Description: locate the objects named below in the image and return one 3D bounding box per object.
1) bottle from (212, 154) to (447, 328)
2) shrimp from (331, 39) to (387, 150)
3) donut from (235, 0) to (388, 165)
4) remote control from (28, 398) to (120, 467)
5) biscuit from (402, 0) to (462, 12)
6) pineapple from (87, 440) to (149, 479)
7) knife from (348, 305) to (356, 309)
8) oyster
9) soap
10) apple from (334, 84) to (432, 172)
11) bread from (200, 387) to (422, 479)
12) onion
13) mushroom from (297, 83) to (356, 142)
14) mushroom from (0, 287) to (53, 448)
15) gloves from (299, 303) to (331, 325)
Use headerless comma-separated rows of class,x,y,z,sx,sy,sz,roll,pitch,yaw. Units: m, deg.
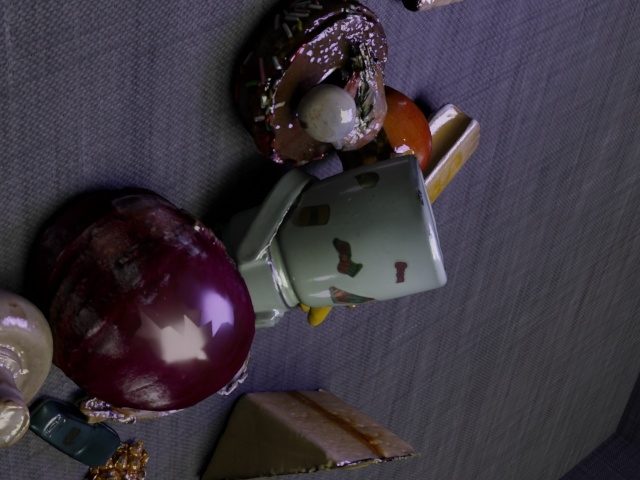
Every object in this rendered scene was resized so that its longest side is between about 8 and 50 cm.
bottle,0.000,0.000,1.870,0.351,0.229,0.229,-13,149,9
shrimp,0.056,-0.203,1.773,0.101,0.042,0.190,-25,140,-26
donut,-0.014,-0.233,1.786,0.269,0.103,0.270,-33,144,-28
remote control,-0.376,0.296,1.895,0.072,0.042,0.222,-47,150,-5
biscuit,0.206,-0.400,1.962,0.219,0.055,0.061,-24,123,-40
pineapple,-0.320,0.400,2.042,0.114,0.114,0.077,-29,161,-29
knife,0.023,0.081,2.254,0.046,0.022,0.256,-44,150,-5
oyster,-0.247,0.214,1.973,0.345,0.078,0.129,-20,116,-42
soap,0.161,-0.101,2.153,0.274,0.089,0.173,-51,168,-6
apple,0.095,-0.167,1.961,0.147,0.156,0.158,-43,139,-36
bread,-0.004,0.418,2.282,0.345,0.405,0.242,9,104,-44
onion,-0.232,0.104,1.690,0.282,0.260,0.337,-41,149,-10
mushroom,0.010,-0.182,1.717,0.079,0.085,0.085,-84,-172,-56
mushroom,-0.417,0.154,1.542,0.206,0.209,0.206,-12,105,-51
gloves,0.031,0.065,2.115,0.133,0.116,0.294,-15,164,-9
